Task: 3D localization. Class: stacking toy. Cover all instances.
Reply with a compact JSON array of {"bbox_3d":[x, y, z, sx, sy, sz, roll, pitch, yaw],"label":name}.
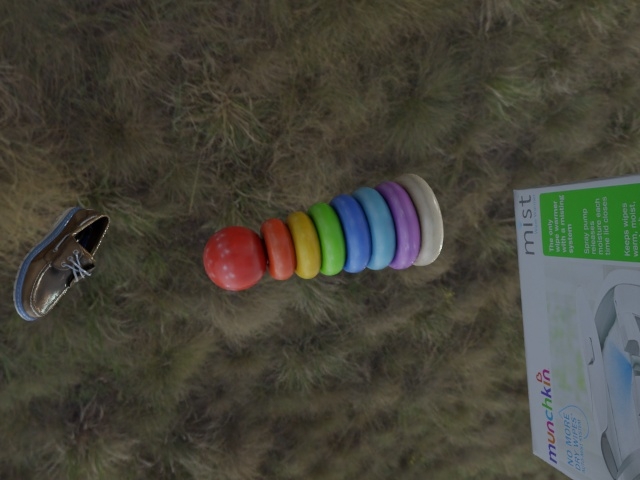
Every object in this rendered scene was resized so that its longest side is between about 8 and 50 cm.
[{"bbox_3d":[0.000,0.000,0.765,0.330,0.141,0.141,-12,132,-15],"label":"stacking toy"}]

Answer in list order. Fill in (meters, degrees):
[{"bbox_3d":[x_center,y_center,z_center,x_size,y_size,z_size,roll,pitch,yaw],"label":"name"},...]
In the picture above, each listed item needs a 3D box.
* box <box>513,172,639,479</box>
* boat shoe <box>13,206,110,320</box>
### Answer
[{"bbox_3d":[0.277,0.074,0.418,0.127,0.231,0.261,-6,94,-14],"label":"box"},{"bbox_3d":[-0.342,0.024,0.720,0.066,0.183,0.066,-1,142,13],"label":"boat shoe"}]
